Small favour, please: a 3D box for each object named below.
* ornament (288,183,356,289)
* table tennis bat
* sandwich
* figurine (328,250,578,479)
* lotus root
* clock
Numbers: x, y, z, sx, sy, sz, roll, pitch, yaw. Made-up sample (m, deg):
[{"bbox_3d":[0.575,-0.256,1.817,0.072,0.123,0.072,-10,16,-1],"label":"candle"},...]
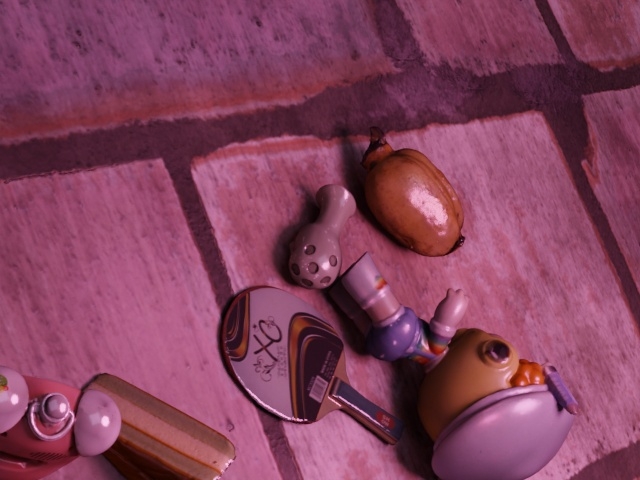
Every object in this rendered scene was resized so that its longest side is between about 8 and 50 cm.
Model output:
[{"bbox_3d":[0.000,0.000,1.553,0.081,0.075,0.156,10,51,13],"label":"ornament"},{"bbox_3d":[-0.008,0.180,1.490,0.301,0.022,0.173,38,50,-17],"label":"table tennis bat"},{"bbox_3d":[-0.186,0.211,1.257,0.163,0.113,0.079,49,46,-9],"label":"sandwich"},{"bbox_3d":[0.157,0.190,1.547,0.381,0.224,0.205,36,57,13],"label":"figurine"},{"bbox_3d":[0.129,-0.069,1.664,0.221,0.118,0.125,48,14,-7],"label":"lotus root"},{"bbox_3d":[-0.301,0.190,1.140,0.166,0.162,0.093,21,59,-31],"label":"clock"}]
